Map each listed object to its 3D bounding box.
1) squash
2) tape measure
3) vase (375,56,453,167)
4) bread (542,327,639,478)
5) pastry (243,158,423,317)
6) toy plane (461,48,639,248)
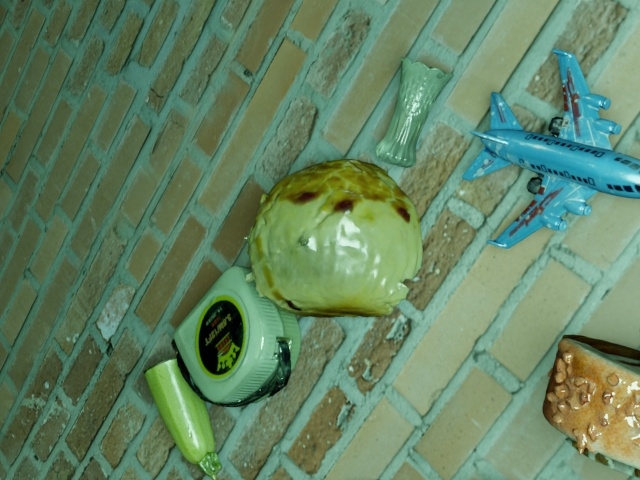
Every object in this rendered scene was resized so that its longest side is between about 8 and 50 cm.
[{"bbox_3d":[-0.222,0.306,1.354,0.094,0.094,0.224,-37,69,30],"label":"squash"},{"bbox_3d":[-0.133,0.178,1.279,0.235,0.115,0.207,-48,53,28],"label":"tape measure"},{"bbox_3d":[0.128,-0.180,1.133,0.081,0.081,0.148,29,105,37],"label":"vase"},{"bbox_3d":[0.342,0.167,0.819,0.212,0.224,0.142,20,97,17],"label":"bread"},{"bbox_3d":[0.006,-0.007,1.145,0.256,0.170,0.236,-4,83,31],"label":"pastry"},{"bbox_3d":[0.299,-0.096,0.964,0.271,0.105,0.254,24,100,37],"label":"toy plane"}]
